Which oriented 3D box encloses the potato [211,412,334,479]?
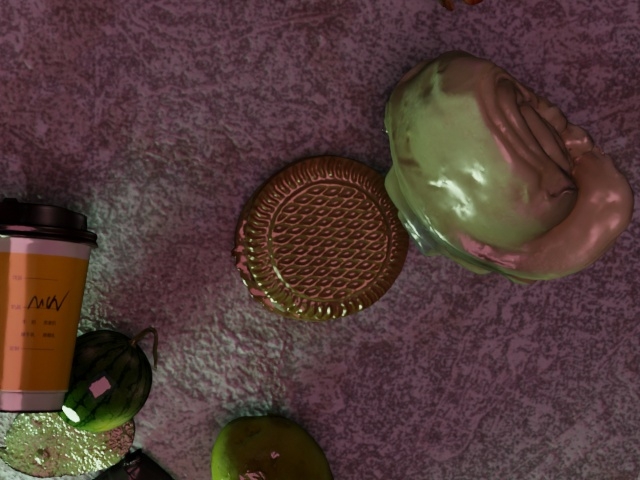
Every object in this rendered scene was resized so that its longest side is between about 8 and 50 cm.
[{"bbox_3d":[-0.063,0.372,1.643,0.148,0.186,0.253,-21,115,42],"label":"potato"}]

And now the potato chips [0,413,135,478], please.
[{"bbox_3d":[-0.384,0.292,1.658,0.209,0.026,0.142,-27,101,5],"label":"potato chips"}]

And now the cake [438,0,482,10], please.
[{"bbox_3d":[0.138,-0.437,1.506,0.098,0.135,0.287,-29,86,7],"label":"cake"}]

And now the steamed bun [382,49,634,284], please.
[{"bbox_3d":[0.221,-0.071,1.466,0.339,0.352,0.247,37,89,-17],"label":"steamed bun"}]

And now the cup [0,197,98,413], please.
[{"bbox_3d":[-0.401,0.088,1.491,0.196,0.196,0.279,2,85,-7],"label":"cup"}]

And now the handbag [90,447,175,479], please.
[{"bbox_3d":[-0.282,0.467,1.694,0.223,0.080,0.247,-39,106,4],"label":"handbag"}]

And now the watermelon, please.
[{"bbox_3d":[-0.299,0.187,1.588,0.187,0.141,0.141,-45,105,5],"label":"watermelon"}]

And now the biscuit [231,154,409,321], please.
[{"bbox_3d":[0.000,0.000,1.602,0.259,0.079,0.259,-2,105,-8],"label":"biscuit"}]
